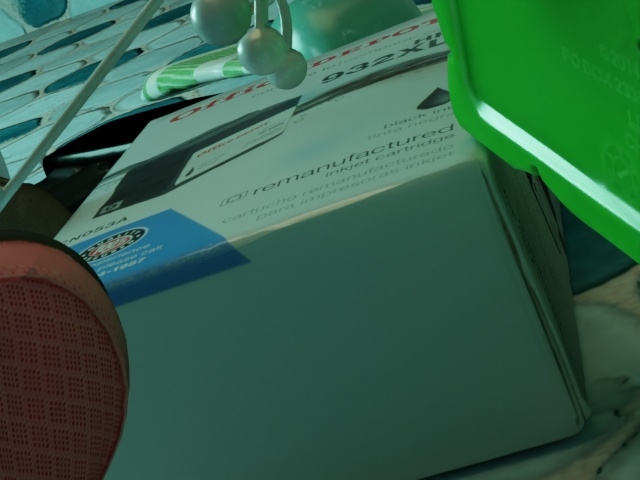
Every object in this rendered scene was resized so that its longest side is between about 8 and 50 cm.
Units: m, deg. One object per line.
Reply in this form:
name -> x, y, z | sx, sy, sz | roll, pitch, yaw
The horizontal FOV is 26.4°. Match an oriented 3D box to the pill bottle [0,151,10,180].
pill bottle -> -0.410, -0.049, 1.368 | 0.180, 0.108, 0.108 | -22, 17, 1

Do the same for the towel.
towel -> -0.006, -0.189, 1.355 | 0.248, 0.038, 0.325 | -22, 15, -36

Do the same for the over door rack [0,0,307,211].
over door rack -> -0.086, -0.086, 0.580 | 0.324, 0.108, 0.239 | -39, -2, 5

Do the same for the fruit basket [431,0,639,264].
fruit basket -> 0.253, -0.103, 0.417 | 0.392, 0.283, 0.392 | -11, 34, 7

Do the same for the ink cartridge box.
ink cartridge box -> 0.000, 0.000, 0.681 | 0.223, 0.129, 0.307 | -19, 18, 14

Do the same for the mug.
mug -> 0.019, -0.124, 1.067 | 0.097, 0.157, 0.129 | -32, 51, -21

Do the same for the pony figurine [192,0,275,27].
pony figurine -> 0.043, -0.368, 1.500 | 0.363, 0.302, 0.351 | -26, -14, -31

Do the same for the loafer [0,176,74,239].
loafer -> -0.307, -0.007, 1.014 | 0.366, 0.130, 0.133 | -5, 50, 42

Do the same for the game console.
game console -> -0.222, -0.051, 1.255 | 0.213, 0.044, 0.361 | -6, 22, 43

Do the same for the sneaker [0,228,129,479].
sneaker -> -0.112, 0.111, 0.269 | 0.136, 0.116, 0.314 | 2, 35, 33
